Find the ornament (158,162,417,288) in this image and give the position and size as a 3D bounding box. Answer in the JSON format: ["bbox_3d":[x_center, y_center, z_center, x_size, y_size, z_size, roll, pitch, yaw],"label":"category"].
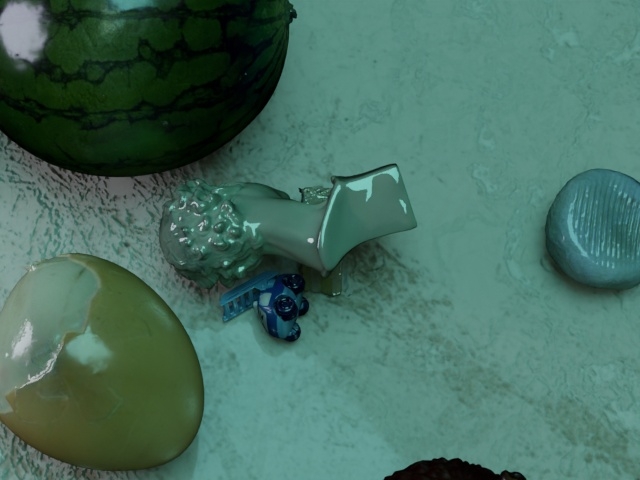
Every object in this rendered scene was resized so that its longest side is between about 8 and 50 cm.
[{"bbox_3d":[-0.035,-0.014,1.734,0.285,0.130,0.120,-5,91,18],"label":"ornament"}]

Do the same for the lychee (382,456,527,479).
[{"bbox_3d":[0.136,0.341,1.585,0.260,0.260,0.260,2,67,-5],"label":"lychee"}]

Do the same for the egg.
[{"bbox_3d":[-0.227,0.130,1.655,0.244,0.201,0.201,38,68,-3],"label":"egg"}]

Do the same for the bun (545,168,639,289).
[{"bbox_3d":[0.315,-0.009,1.837,0.141,0.083,0.141,4,72,-13],"label":"bun"}]

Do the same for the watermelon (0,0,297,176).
[{"bbox_3d":[-0.205,-0.231,1.742,0.363,0.363,0.363,2,67,-5],"label":"watermelon"}]

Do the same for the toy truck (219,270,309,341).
[{"bbox_3d":[-0.062,0.069,1.780,0.090,0.056,0.073,6,49,13],"label":"toy truck"}]

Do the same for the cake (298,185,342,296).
[{"bbox_3d":[0.000,0.000,1.813,0.052,0.065,0.121,1,74,-3],"label":"cake"}]
